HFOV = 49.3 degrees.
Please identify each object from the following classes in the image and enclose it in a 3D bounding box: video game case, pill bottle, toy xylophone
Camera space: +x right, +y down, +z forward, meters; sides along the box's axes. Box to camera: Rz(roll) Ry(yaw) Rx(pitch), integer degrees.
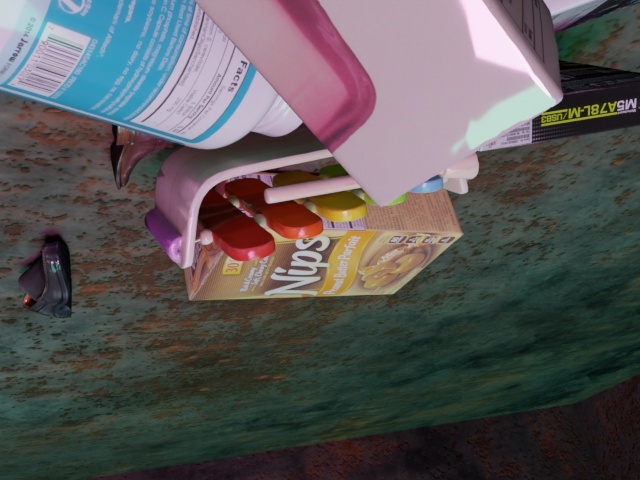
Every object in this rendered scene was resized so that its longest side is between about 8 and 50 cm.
[{"bbox_3d":[0.233,-0.206,0.593,0.173,0.022,0.190,-18,-175,6],"label":"video game case"},{"bbox_3d":[-0.121,-0.148,0.477,0.264,0.146,0.146,12,143,-44],"label":"pill bottle"},{"bbox_3d":[-0.001,-0.054,0.653,0.323,0.236,0.081,-12,113,-15],"label":"toy xylophone"}]

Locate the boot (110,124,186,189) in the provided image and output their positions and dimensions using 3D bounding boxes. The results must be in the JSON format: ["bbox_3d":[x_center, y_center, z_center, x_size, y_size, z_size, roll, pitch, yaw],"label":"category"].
[{"bbox_3d":[-0.150,-0.092,0.702,0.114,0.037,0.106,-8,152,-24],"label":"boot"}]

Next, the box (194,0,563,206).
[{"bbox_3d":[0.020,-0.162,0.404,0.127,0.148,0.232,-31,113,31],"label":"box"}]

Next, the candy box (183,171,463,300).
[{"bbox_3d":[0.000,0.000,0.902,0.316,0.087,0.183,0,150,-29],"label":"candy box"}]

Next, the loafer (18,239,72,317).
[{"bbox_3d":[-0.339,0.053,0.858,0.061,0.062,0.170,0,149,-19],"label":"loafer"}]

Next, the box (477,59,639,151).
[{"bbox_3d":[0.180,-0.132,0.647,0.191,0.184,0.045,-11,110,-16],"label":"box"}]
